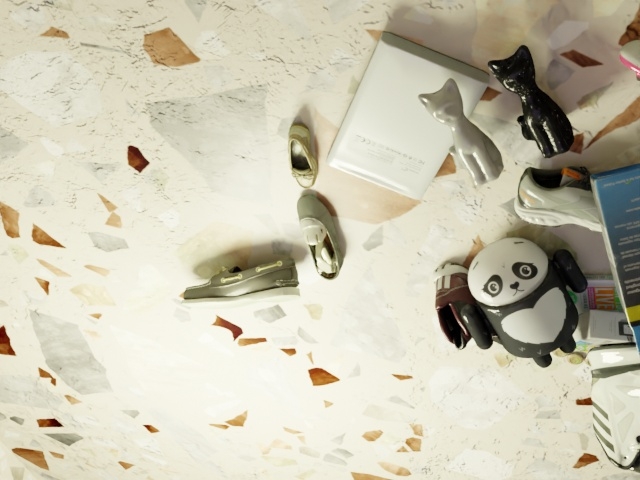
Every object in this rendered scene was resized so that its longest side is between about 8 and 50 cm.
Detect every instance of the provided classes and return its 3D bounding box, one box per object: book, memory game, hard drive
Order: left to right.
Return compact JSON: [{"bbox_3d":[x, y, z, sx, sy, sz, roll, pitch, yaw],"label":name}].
[{"bbox_3d":[0.151,-0.219,1.680,0.203,0.040,0.308,21,136,-5],"label":"hard drive"},{"bbox_3d":[0.586,0.217,2.010,0.186,0.012,0.186,9,136,9],"label":"memory game"},{"bbox_3d":[0.582,0.110,1.892,0.144,0.035,0.096,-2,130,21],"label":"book"}]

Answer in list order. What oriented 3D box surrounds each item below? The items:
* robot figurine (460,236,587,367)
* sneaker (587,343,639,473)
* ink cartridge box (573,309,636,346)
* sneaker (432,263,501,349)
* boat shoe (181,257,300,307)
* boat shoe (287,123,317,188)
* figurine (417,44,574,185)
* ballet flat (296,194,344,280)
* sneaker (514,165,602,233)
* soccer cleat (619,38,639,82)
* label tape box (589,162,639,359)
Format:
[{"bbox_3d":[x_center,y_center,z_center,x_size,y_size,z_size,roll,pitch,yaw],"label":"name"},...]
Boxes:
[{"bbox_3d":[0.411,0.124,1.840,0.173,0.209,0.278,-2,129,49],"label":"robot figurine"},{"bbox_3d":[0.692,0.324,1.752,0.169,0.258,0.447,10,165,-23],"label":"sneaker"},{"bbox_3d":[0.624,0.187,1.891,0.180,0.060,0.104,6,166,-3],"label":"ink cartridge box"},{"bbox_3d":[0.331,0.188,1.950,0.281,0.163,0.106,38,133,-21],"label":"sneaker"},{"bbox_3d":[-0.183,0.102,2.075,0.304,0.091,0.109,-9,168,27],"label":"boat shoe"},{"bbox_3d":[-0.039,-0.156,1.797,0.056,0.048,0.153,7,136,11],"label":"boat shoe"},{"bbox_3d":[0.296,-0.216,1.571,0.214,0.092,0.209,-22,130,22],"label":"figurine"},{"bbox_3d":[0.000,0.000,1.930,0.072,0.068,0.213,-5,132,21],"label":"ballet flat"},{"bbox_3d":[0.493,-0.081,1.675,0.271,0.100,0.108,4,130,14],"label":"sneaker"},{"bbox_3d":[0.639,-0.276,1.437,0.331,0.116,0.143,19,121,-5],"label":"soccer cleat"},{"bbox_3d":[0.622,0.021,1.577,0.240,0.106,0.334,-14,95,11],"label":"label tape box"}]
